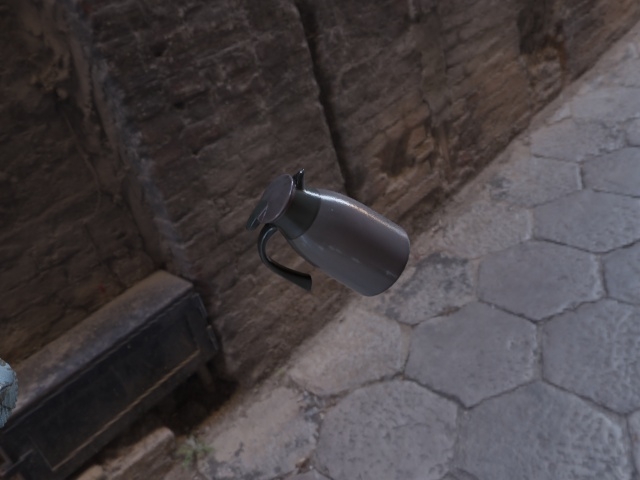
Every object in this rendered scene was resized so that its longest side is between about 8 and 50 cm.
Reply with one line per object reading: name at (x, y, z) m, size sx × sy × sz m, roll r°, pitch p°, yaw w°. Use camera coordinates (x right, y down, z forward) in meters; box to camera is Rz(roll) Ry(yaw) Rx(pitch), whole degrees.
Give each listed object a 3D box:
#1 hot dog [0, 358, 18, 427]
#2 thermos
hot dog at (-0.543, 0.186, 0.799) m, size 0.271 × 0.081 × 0.162 m, roll 18°, pitch 22°, yaw -19°
thermos at (0.000, 0.000, 0.761) m, size 0.137 × 0.193 × 0.105 m, roll -50°, pitch 35°, yaw 16°
